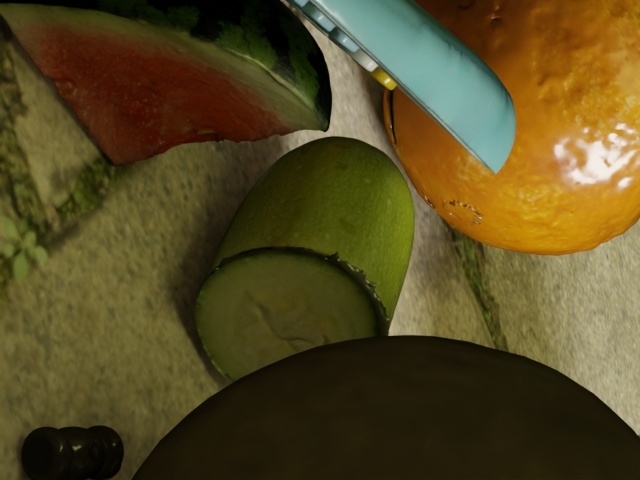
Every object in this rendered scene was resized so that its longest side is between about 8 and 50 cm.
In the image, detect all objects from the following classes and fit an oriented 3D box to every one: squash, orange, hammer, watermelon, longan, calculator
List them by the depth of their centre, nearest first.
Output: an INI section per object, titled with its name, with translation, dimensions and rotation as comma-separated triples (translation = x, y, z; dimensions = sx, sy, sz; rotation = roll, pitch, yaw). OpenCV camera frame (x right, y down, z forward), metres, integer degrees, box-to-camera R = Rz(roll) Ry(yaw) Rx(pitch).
[longan]
translation = 0.046, 0.213, 0.879
dimensions = 0.361, 0.361, 0.360
rotation = 32, 51, -52
[hammer]
translation = -0.114, 0.239, 0.888
dimensions = 0.058, 0.029, 0.292
rotation = 9, 73, -57
[watermelon]
translation = -0.071, -0.117, 0.987
dimensions = 0.193, 0.145, 0.137
rotation = -17, 98, -62
[calculator]
translation = -0.014, -0.168, 1.055
dimensions = 0.256, 0.054, 0.386
rotation = 46, 10, 31
[squash]
translation = 0.000, 0.000, 1.097
dimensions = 0.123, 0.123, 0.186
rotation = 60, 30, -29
[orange]
translation = 0.168, -0.110, 1.322
dimensions = 0.246, 0.246, 0.246
rotation = 32, 51, -52

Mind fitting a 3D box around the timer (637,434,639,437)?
[timer]
translation = 0.240, 0.284, 1.324
dimensions = 0.285, 0.285, 0.285
rotation = 32, 51, -52
